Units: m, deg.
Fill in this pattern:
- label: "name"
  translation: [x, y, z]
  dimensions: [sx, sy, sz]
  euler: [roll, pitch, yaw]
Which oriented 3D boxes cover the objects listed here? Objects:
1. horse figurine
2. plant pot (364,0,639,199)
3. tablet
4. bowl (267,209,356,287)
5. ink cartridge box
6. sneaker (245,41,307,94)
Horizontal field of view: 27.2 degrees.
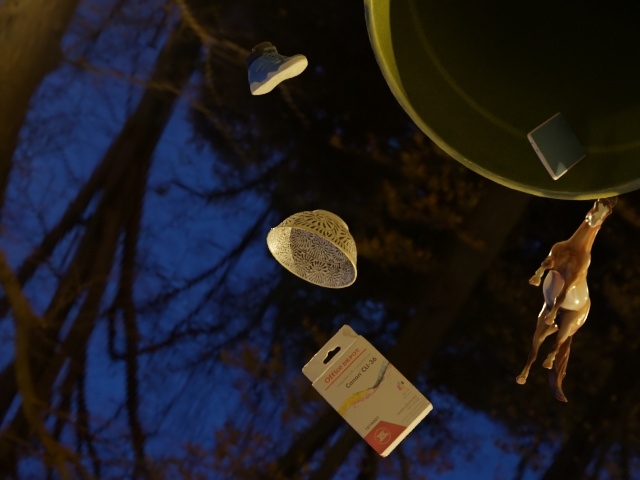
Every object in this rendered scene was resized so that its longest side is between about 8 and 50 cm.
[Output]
- label: "horse figurine"
  translation: [0.312, 0.081, 1.710]
  dimensions: [0.066, 0.263, 0.174]
  euler: [17, -137, 23]
- label: "plant pot"
  translation: [0.287, -0.293, 1.376]
  dimensions: [0.366, 0.366, 0.353]
  euler: [33, -131, 8]
- label: "tablet"
  translation: [0.241, -0.097, 1.350]
  dimensions: [0.054, 0.006, 0.083]
  euler: [58, -141, -1]
- label: "bowl"
  translation: [0.000, 0.000, 2.294]
  dimensions: [0.170, 0.170, 0.080]
  euler: [29, -118, -1]
- label: "ink cartridge box"
  translation: [0.069, 0.234, 2.108]
  dimensions: [0.198, 0.115, 0.067]
  euler: [43, 177, 15]
- label: "sneaker"
  translation: [-0.087, -0.335, 2.449]
  dimensions: [0.058, 0.152, 0.085]
  euler: [-10, -100, -38]
